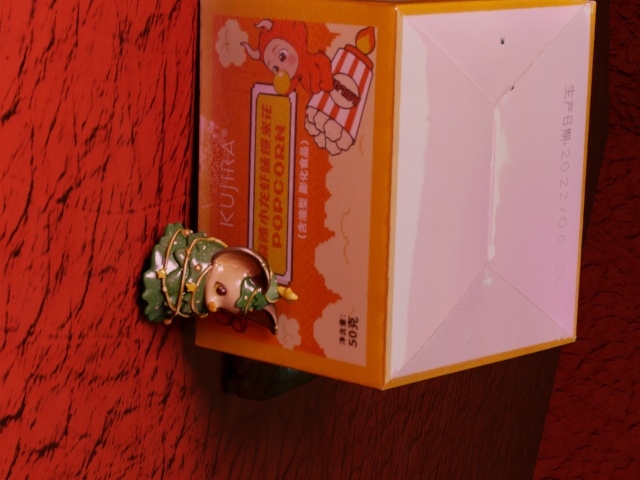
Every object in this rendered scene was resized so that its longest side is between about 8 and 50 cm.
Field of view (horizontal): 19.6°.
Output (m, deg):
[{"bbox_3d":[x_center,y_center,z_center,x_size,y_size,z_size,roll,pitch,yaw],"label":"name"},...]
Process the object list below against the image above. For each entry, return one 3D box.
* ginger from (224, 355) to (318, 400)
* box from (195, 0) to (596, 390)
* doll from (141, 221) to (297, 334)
[{"bbox_3d":[0.001,-0.002,1.644,0.133,0.107,0.309,96,7,-84],"label":"ginger"},{"bbox_3d":[0.055,-0.055,1.449,0.259,0.214,0.283,-9,103,-47],"label":"box"},{"bbox_3d":[-0.071,0.023,1.364,0.078,0.113,0.077,82,8,-46],"label":"doll"}]
